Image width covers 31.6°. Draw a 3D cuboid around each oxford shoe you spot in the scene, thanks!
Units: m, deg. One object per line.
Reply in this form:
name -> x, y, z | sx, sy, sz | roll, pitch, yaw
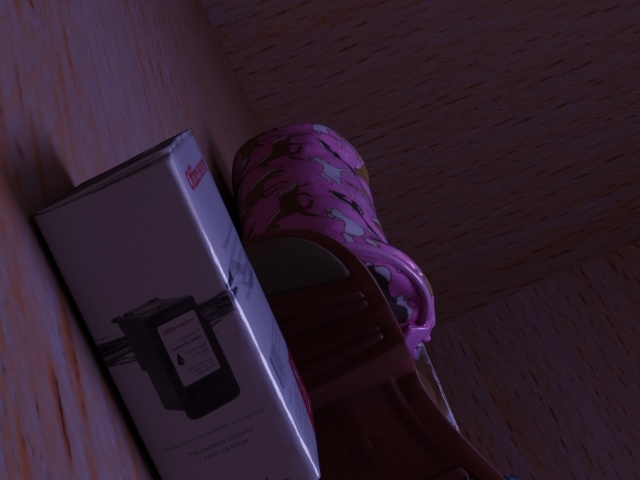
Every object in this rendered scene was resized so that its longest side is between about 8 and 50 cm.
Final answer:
oxford shoe -> 0.042, 0.174, 0.605 | 0.146, 0.140, 0.397 | 74, -3, -52

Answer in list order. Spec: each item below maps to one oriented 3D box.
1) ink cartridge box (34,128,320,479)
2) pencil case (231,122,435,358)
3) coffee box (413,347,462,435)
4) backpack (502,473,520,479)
ink cartridge box -> -0.058, 0.034, 0.502 | 0.109, 0.063, 0.150 | -101, 167, -80
pencil case -> 0.000, 0.000, 1.149 | 0.386, 0.160, 0.167 | -111, -175, -65
coffee box -> 0.123, 0.276, 1.561 | 0.098, 0.141, 0.246 | 57, 11, -81
backpack -> 0.152, 0.339, 1.087 | 0.225, 0.191, 0.253 | 63, 7, 15
